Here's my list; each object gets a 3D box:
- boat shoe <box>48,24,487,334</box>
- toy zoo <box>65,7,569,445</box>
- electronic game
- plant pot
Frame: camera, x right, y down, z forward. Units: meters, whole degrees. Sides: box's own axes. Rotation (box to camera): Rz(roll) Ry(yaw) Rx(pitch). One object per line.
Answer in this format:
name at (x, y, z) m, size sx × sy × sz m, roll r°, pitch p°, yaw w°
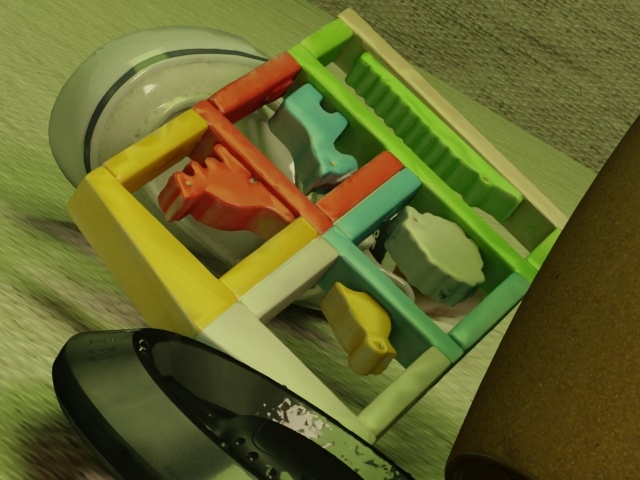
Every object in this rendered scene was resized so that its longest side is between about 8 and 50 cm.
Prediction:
boat shoe at (0.002, -0.009, 1.155) m, size 0.156 × 0.136 × 0.367 m, roll 37°, pitch 5°, yaw 39°
toy zoo at (0.000, 0.000, 0.995) m, size 0.192 × 0.030 × 0.293 m, roll 45°, pitch 42°, yaw 7°
electronic game at (-0.010, 0.108, 0.780) m, size 0.229 × 0.048 × 0.229 m, roll 34°, pitch 7°, yaw -5°
plant pot at (0.183, 0.056, 0.857) m, size 0.237 × 0.254 × 0.237 m, roll 38°, pitch -26°, yaw 23°
